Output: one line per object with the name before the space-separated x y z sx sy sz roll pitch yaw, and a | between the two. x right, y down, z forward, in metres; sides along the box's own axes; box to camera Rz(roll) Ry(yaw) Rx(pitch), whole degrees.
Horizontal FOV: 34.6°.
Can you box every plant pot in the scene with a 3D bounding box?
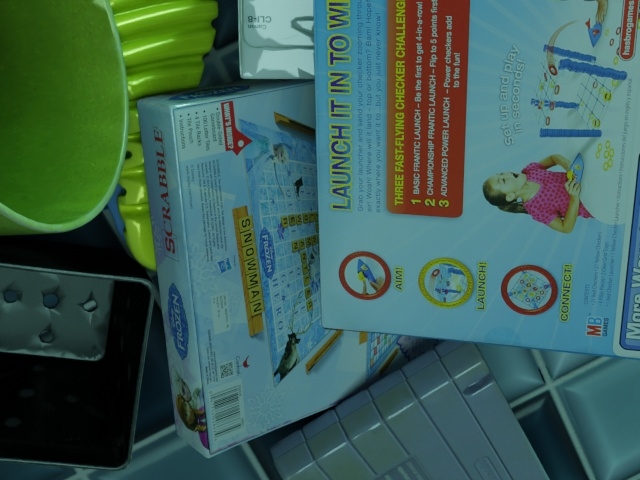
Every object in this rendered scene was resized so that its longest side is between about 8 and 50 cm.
plant pot | -0.261 0.085 0.963 0.188 0.167 0.188 7 108 -12
plant pot | -0.336 -0.116 0.747 0.294 0.275 0.274 -10 111 18

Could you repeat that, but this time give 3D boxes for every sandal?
sandal | -0.172 -0.134 0.928 0.126 0.138 0.317 -7 104 -41

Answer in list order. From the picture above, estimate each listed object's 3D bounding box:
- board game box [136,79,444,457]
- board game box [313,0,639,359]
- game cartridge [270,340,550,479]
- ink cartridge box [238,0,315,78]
board game box | 0.000 0.000 0.961 0.318 0.066 0.318 -16 112 -33
board game box | 0.152 -0.071 0.772 0.302 0.086 0.308 5 114 14
game cartridge | 0.114 0.257 1.078 0.230 0.068 0.355 -28 134 4
ink cartridge box | -0.004 -0.215 0.894 0.128 0.176 0.127 -1 109 -2
